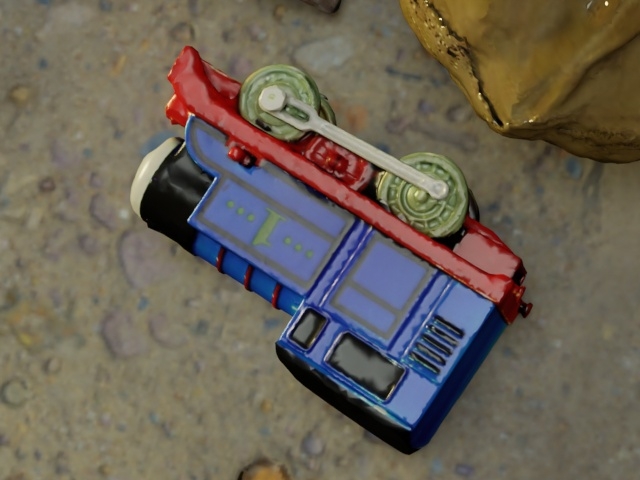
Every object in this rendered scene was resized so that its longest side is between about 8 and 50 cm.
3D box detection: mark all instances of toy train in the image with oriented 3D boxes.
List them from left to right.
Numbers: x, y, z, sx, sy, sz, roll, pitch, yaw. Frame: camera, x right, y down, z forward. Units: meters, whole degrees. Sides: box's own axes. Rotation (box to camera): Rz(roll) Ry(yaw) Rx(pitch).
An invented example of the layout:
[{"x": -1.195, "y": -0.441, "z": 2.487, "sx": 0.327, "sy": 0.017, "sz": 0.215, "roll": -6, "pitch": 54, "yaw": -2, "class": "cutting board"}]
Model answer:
[{"x": 0.000, "y": 0.000, "z": 0.956, "sx": 0.204, "sy": 0.083, "sz": 0.131, "roll": 33, "pitch": 88, "yaw": 14, "class": "toy train"}]

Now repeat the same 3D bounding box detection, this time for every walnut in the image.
[{"x": 0.141, "y": -0.150, "z": 0.910, "sx": 0.198, "sy": 0.198, "sz": 0.245, "roll": 26, "pitch": 74, "yaw": 13, "class": "walnut"}]

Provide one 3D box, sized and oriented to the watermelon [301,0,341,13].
[{"x": -0.057, "y": -0.247, "z": 0.968, "sx": 0.193, "sy": 0.231, "sz": 0.310, "roll": 22, "pitch": 39, "yaw": 15, "class": "watermelon"}]
